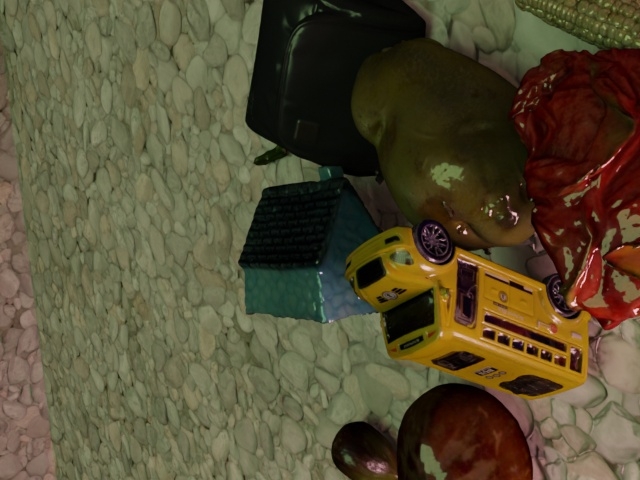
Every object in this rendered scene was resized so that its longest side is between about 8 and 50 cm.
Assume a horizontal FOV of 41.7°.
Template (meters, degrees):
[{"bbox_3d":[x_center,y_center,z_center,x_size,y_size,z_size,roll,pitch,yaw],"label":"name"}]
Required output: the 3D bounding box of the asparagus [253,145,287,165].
[{"bbox_3d":[-0.096,-0.162,1.608,0.108,0.021,0.025,-16,86,53],"label":"asparagus"}]

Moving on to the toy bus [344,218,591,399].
[{"bbox_3d":[0.193,0.098,1.093,0.145,0.331,0.151,-34,42,52],"label":"toy bus"}]

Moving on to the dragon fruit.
[{"bbox_3d":[0.332,-0.070,0.957,0.330,0.302,0.240,47,167,24],"label":"dragon fruit"}]

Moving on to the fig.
[{"bbox_3d":[0.092,0.394,1.516,0.154,0.109,0.103,28,120,9],"label":"fig"}]

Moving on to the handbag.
[{"bbox_3d":[0.007,-0.256,1.322,0.275,0.177,0.302,41,131,36],"label":"handbag"}]

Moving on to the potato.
[{"bbox_3d":[0.172,-0.139,1.139,0.351,0.202,0.218,59,137,22],"label":"potato"}]

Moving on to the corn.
[{"bbox_3d":[0.323,-0.282,1.006,0.211,0.087,0.087,39,130,32],"label":"corn"}]

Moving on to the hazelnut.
[{"bbox_3d":[0.200,0.339,1.269,0.218,0.218,0.234,-34,78,51],"label":"hazelnut"}]

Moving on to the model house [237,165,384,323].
[{"bbox_3d":[0.000,0.000,1.388,0.261,0.225,0.241,-1,98,52],"label":"model house"}]
